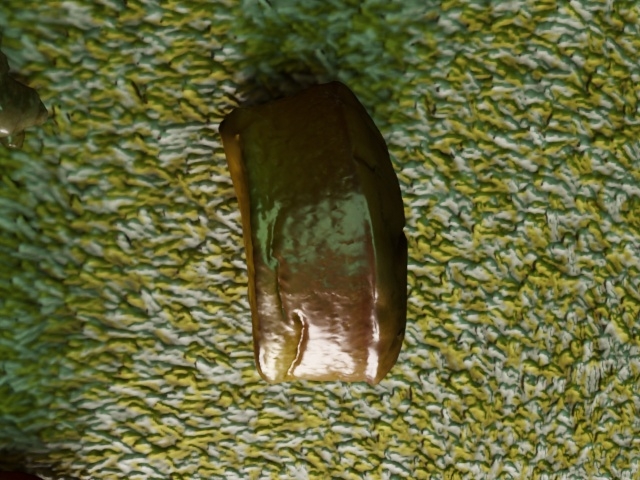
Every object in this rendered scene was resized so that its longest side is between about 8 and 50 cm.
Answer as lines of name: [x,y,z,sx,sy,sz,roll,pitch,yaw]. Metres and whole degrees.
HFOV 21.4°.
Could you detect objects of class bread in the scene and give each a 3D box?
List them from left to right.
bread: [0.000,0.000,1.390,0.143,0.195,0.269,-7,125,-6]

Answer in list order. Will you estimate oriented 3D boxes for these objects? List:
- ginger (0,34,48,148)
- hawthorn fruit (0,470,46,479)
ginger: [-0.309,-0.133,1.285,0.213,0.074,0.137,5,127,-15]
hawthorn fruit: [-0.289,0.292,1.467,0.230,0.210,0.266,-29,109,7]
